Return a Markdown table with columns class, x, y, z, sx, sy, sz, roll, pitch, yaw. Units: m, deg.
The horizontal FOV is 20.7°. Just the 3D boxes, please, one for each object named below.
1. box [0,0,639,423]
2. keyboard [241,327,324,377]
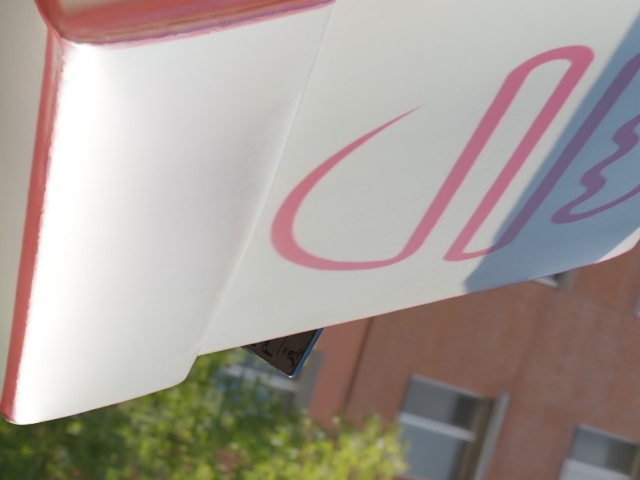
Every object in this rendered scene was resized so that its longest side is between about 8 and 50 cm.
| class | x | y | z | sx | sy | sz | roll | pitch | yaw |
| --- | --- | --- | --- | --- | --- | --- | --- | --- | --- |
| box | -0.010 | -0.152 | 0.655 | 0.312 | 0.300 | 0.314 | 117 | -43 | -62 |
| keyboard | 0.000 | 0.000 | 0.977 | 0.053 | 0.010 | 0.155 | 32 | -78 | 15 |
